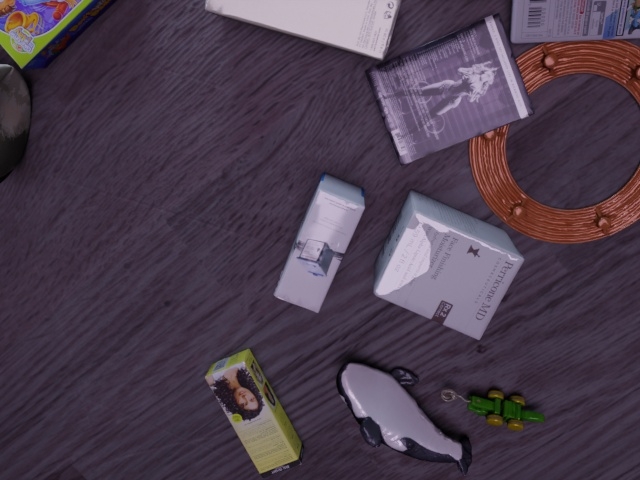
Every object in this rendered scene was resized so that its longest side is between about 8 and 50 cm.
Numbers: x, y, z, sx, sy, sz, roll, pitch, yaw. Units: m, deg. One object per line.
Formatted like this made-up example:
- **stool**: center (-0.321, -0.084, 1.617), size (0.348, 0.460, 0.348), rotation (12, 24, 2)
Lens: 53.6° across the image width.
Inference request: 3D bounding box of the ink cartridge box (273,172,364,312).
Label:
- **ink cartridge box**: center (0.000, 0.000, 1.033), size (0.082, 0.139, 0.190), rotation (21, 107, -3)

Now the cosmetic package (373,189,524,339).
- **cosmetic package**: center (0.197, 0.035, 1.018), size (0.184, 0.151, 0.151), rotation (23, 108, -2)

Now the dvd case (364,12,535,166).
- **dvd case**: center (0.200, -0.233, 0.995), size (0.221, 0.018, 0.164), rotation (-20, 95, 15)

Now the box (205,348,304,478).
- **box**: center (-0.120, 0.323, 1.179), size (0.087, 0.058, 0.232), rotation (-25, 103, 12)

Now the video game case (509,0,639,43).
- **video game case**: center (0.419, -0.434, 0.848), size (0.300, 0.036, 0.329), rotation (1, 128, 12)

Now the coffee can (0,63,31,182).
- **coffee can**: center (-0.640, -0.212, 0.999), size (0.275, 0.201, 0.201), rotation (15, 107, 1)

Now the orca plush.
- **orca plush**: center (0.140, 0.322, 1.160), size (0.287, 0.102, 0.151), rotation (23, 62, -12)

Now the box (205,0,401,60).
- **box**: center (-0.023, -0.350, 0.951), size (0.275, 0.113, 0.094), rotation (16, 106, -1)

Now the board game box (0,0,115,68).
- **board game box**: center (-0.482, -0.477, 0.974), size (0.233, 0.078, 0.347), rotation (-37, 100, 14)

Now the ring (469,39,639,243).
- **ring**: center (0.409, -0.153, 1.009), size (0.337, 0.032, 0.336), rotation (2, 106, 6)

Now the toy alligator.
- **toy alligator**: center (0.304, 0.303, 1.141), size (0.190, 0.056, 0.051), rotation (13, 147, 1)
